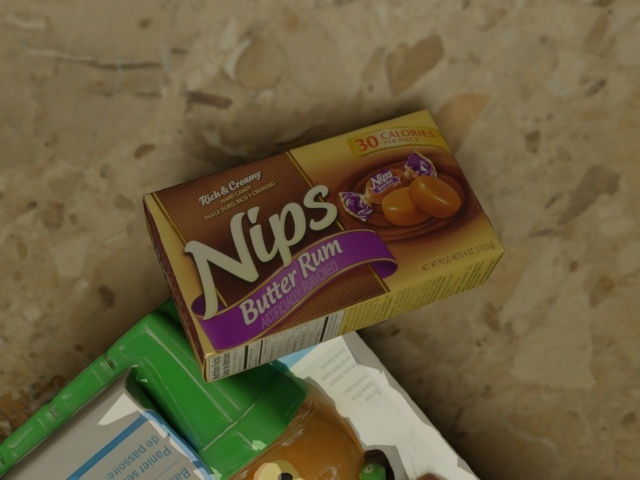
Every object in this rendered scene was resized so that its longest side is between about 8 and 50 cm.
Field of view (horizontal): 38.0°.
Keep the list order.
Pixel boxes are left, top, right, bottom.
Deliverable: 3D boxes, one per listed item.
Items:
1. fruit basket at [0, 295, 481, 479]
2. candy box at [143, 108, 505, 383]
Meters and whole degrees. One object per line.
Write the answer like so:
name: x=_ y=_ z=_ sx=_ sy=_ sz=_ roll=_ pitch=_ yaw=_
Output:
fruit basket: x=-0.051 y=0.219 z=0.610 sx=0.327 sy=0.165 sz=0.353 roll=-40 pitch=84 yaw=14
candy box: x=0.000 y=0.000 z=0.555 sx=0.187 sy=0.053 sz=0.109 roll=-17 pitch=67 yaw=-15
